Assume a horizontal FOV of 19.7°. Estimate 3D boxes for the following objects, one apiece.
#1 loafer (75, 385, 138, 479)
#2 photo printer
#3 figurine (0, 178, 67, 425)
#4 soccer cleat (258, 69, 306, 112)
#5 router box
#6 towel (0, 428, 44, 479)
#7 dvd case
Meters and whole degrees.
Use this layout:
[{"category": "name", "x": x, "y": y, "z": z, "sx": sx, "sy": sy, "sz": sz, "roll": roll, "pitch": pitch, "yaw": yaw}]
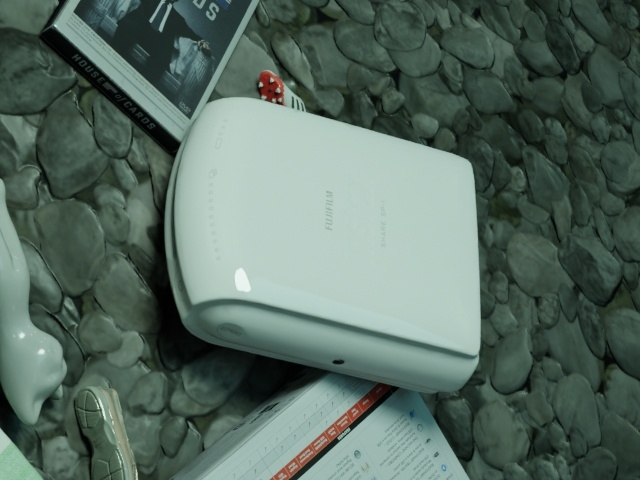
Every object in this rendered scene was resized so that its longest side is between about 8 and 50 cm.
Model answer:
[{"category": "loafer", "x": -0.181, "y": 0.188, "z": 1.632, "sx": 0.039, "sy": 0.045, "sz": 0.125, "roll": -1, "pitch": 70, "yaw": -51}, {"category": "photo printer", "x": 0.000, "y": 0.000, "z": 1.768, "sx": 0.308, "sy": 0.107, "sz": 0.256, "roll": 15, "pitch": 54, "yaw": -19}, {"category": "figurine", "x": -0.294, "y": 0.071, "z": 1.519, "sx": 0.209, "sy": 0.092, "sz": 0.215, "roll": 67, "pitch": 23, "yaw": -5}, {"category": "soccer cleat", "x": -0.036, "y": -0.146, "z": 1.930, "sx": 0.083, "sy": 0.029, "sz": 0.035, "roll": 55, "pitch": 36, "yaw": -16}, {"category": "router box", "x": 0.017, "y": 0.294, "z": 1.745, "sx": 0.335, "sy": 0.082, "sz": 0.301, "roll": -36, "pitch": 98, "yaw": -46}, {"category": "towel", "x": -0.384, "y": 0.151, "z": 1.457, "sx": 0.325, "sy": 0.038, "sz": 0.248, "roll": 52, "pitch": 44, "yaw": -13}, {"category": "dvd case", "x": -0.163, "y": -0.229, "z": 1.842, "sx": 0.179, "sy": 0.030, "sz": 0.238, "roll": 42, "pitch": 49, "yaw": -23}]
